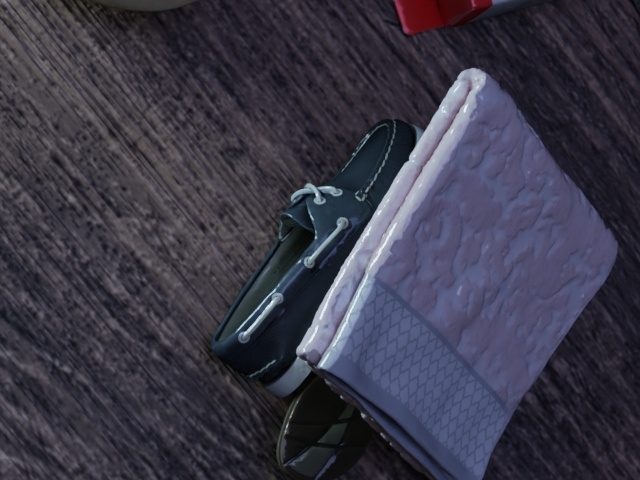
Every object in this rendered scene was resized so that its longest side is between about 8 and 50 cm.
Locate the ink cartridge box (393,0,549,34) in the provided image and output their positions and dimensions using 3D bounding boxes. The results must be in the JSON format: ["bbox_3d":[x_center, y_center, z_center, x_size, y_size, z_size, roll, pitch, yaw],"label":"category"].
[{"bbox_3d":[0.180,-0.304,1.957,0.231,0.078,0.134,-17,88,-22],"label":"ink cartridge box"}]

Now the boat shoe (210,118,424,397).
[{"bbox_3d":[0.000,0.000,1.823,0.091,0.114,0.302,33,71,-19],"label":"boat shoe"}]

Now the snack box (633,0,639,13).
[{"bbox_3d":[0.404,-0.237,2.053,0.100,0.037,0.141,-29,92,-21],"label":"snack box"}]

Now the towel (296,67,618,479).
[{"bbox_3d":[0.142,0.051,1.787,0.317,0.053,0.332,-59,141,-12],"label":"towel"}]

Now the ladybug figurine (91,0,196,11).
[{"bbox_3d":[-0.223,-0.421,1.737,0.305,0.162,0.449,-28,109,21],"label":"ladybug figurine"}]

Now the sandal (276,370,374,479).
[{"bbox_3d":[0.010,0.140,1.838,0.090,0.060,0.219,27,59,-21],"label":"sandal"}]
